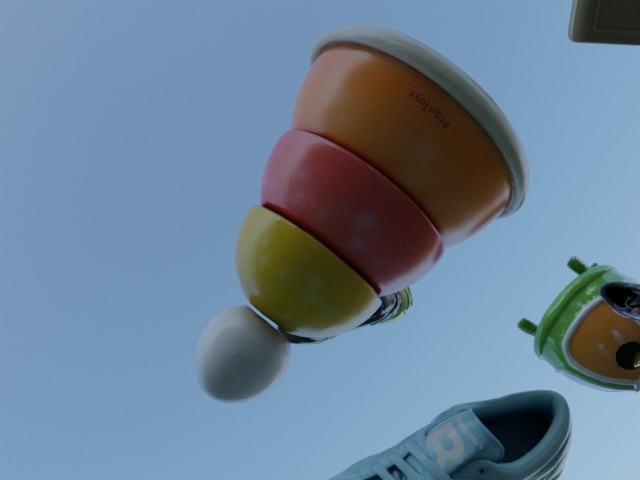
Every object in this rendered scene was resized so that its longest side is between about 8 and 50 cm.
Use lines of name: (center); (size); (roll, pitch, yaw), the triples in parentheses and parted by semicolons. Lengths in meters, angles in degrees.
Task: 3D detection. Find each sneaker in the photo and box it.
sneaker: (0.032, 0.144, 1.139); (0.300, 0.121, 0.111); (-22, -104, 22)
sneaker: (0.424, 0.087, 0.692); (0.065, 0.158, 0.061); (18, -93, -33)
sneaker: (0.130, 0.255, 0.633); (0.366, 0.135, 0.150); (-17, -54, -22)

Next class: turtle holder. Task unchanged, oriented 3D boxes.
turtle holder: (0.566, 0.198, 1.102); (0.243, 0.227, 0.320); (-42, -40, -9)

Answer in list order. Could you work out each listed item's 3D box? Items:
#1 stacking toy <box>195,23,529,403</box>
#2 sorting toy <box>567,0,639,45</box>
stacking toy: (0.000, 0.000, 0.726); (0.350, 0.350, 0.480); (44, -100, -25)
sorting toy: (0.536, -0.470, 0.880); (0.229, 0.041, 0.307); (6, -74, 8)
